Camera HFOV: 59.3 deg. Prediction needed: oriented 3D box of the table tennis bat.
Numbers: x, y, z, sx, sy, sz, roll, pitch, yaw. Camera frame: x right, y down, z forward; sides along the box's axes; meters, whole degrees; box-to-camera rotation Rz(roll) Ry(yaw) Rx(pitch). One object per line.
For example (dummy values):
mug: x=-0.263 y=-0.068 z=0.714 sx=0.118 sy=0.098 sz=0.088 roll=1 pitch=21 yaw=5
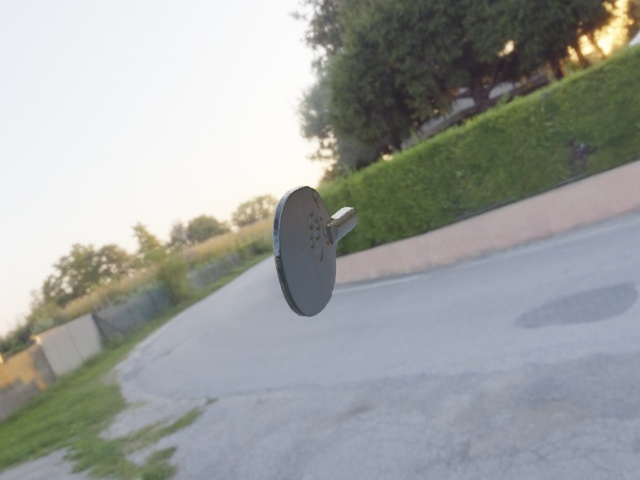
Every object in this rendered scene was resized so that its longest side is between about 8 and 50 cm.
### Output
table tennis bat: x=0.000 y=0.000 z=0.615 sx=0.022 sy=0.131 sz=0.234 roll=-8 pitch=11 yaw=21
